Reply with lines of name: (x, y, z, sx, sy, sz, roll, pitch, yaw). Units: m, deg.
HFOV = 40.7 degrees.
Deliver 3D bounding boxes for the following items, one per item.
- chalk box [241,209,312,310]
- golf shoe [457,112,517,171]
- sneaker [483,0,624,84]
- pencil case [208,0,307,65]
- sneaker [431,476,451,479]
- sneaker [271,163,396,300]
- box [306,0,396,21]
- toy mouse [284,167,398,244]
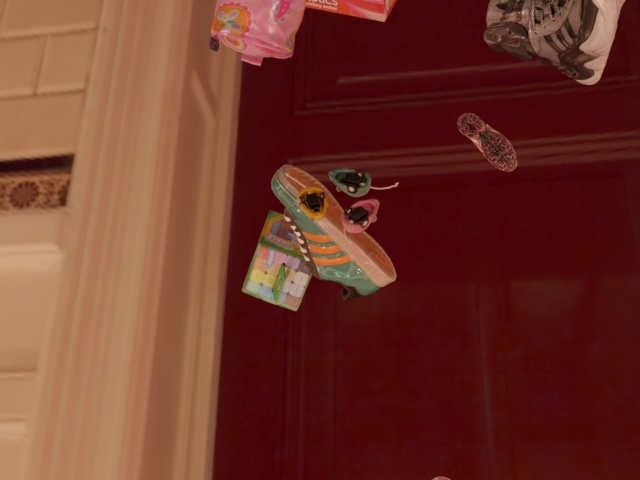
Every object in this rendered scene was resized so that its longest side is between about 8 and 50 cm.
chalk box: (-0.083, 0.053, 1.848, 0.132, 0.213, 0.132, 21, 116, -3)
golf shoe: (0.416, -0.239, 2.104, 0.067, 0.186, 0.086, -45, 159, 16)
sneaker: (0.270, -0.268, 1.005, 0.153, 0.101, 0.268, 17, 172, 14)
pencil case: (-0.061, -0.383, 1.160, 0.124, 0.284, 0.124, 14, -177, -1)
sneaker: (0.129, 0.391, 1.148, 0.063, 0.170, 0.075, 28, 173, 6)
sneaker: (0.000, 0.000, 1.525, 0.121, 0.108, 0.302, -34, 116, 21)
box: (0.014, -0.491, 1.518, 0.257, 0.123, 0.128, 16, 146, 17)
toy mouse: (0.044, -0.054, 1.220, 0.143, 0.161, 0.031, -17, 138, -13)
